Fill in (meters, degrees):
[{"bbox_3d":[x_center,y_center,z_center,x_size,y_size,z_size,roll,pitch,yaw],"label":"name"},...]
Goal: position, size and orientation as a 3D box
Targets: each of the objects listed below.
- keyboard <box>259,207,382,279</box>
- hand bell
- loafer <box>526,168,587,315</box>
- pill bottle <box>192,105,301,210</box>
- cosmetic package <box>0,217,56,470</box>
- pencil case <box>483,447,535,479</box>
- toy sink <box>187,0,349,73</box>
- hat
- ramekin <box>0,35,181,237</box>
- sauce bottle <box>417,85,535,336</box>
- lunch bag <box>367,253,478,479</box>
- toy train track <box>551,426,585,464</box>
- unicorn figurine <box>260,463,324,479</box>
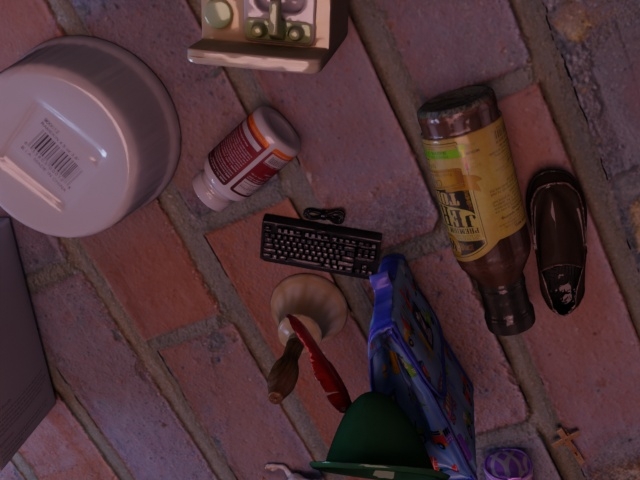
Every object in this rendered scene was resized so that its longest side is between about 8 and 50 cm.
[{"bbox_3d":[0.000,0.000,1.137,0.180,0.023,0.108,9,116,5],"label":"keyboard"},{"bbox_3d":[-0.037,0.158,1.094,0.126,0.242,0.126,4,115,8],"label":"hand bell"},{"bbox_3d":[0.335,0.009,1.047,0.080,0.078,0.220,-10,113,15],"label":"loafer"},{"bbox_3d":[-0.108,-0.111,1.070,0.152,0.086,0.086,-38,103,23],"label":"pill bottle"},{"bbox_3d":[-0.569,0.164,1.224,0.155,0.197,0.365,0,113,12],"label":"cosmetic package"},{"bbox_3d":[0.316,0.443,1.248,0.086,0.088,0.206,-9,112,12],"label":"pencil case"},{"bbox_3d":[-0.054,-0.291,0.894,0.153,0.234,0.131,7,116,8],"label":"toy sink"},{"bbox_3d":[0.073,0.203,0.968,0.173,0.183,0.208,-8,156,30],"label":"hat"},{"bbox_3d":[-0.352,-0.138,1.075,0.277,0.135,0.277,4,115,9],"label":"ramekin"},{"bbox_3d":[0.224,-0.030,1.031,0.111,0.111,0.344,-14,110,16],"label":"sauce bottle"},{"bbox_3d":[0.120,0.171,1.083,0.138,0.221,0.293,-14,112,16],"label":"lunch bag"},{"bbox_3d":[0.401,0.327,1.220,0.048,0.014,0.083,-32,111,15],"label":"toy train track"},{"bbox_3d":[-0.054,0.442,1.339,0.111,0.060,0.162,17,133,2],"label":"unicorn figurine"}]
